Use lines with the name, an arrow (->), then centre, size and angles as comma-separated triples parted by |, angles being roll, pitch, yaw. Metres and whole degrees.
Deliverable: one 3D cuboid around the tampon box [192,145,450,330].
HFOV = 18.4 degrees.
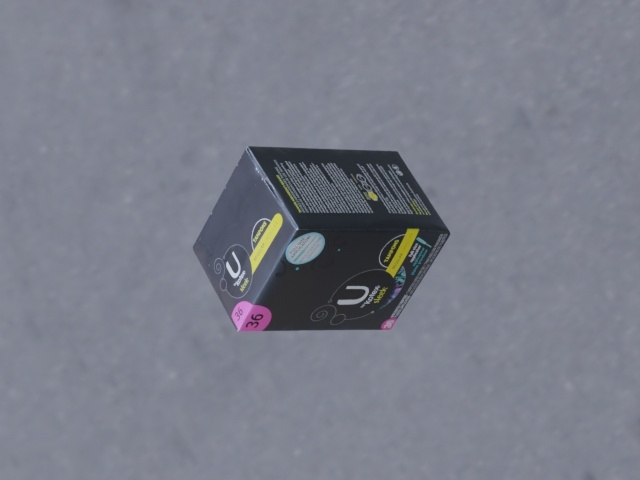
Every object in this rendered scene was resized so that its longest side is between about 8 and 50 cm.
tampon box -> 0.000, 0.000, 1.642 | 0.101, 0.161, 0.120 | 58, 133, 36
